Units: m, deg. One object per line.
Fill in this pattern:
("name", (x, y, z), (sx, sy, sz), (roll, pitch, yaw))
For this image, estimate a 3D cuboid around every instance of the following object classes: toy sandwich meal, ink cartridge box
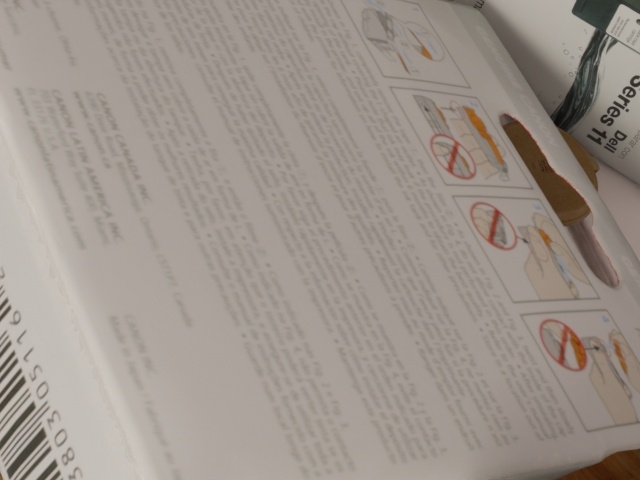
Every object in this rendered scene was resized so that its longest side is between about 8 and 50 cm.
("toy sandwich meal", (0.135, -0.040, 0.893), (0.085, 0.029, 0.085), (10, 57, -16))
("ink cartridge box", (0.179, -0.145, 0.908), (0.208, 0.153, 0.087), (32, 49, 2))
("ink cartridge box", (0.000, 0.000, 0.692), (0.385, 0.091, 0.308), (1, 53, -45))

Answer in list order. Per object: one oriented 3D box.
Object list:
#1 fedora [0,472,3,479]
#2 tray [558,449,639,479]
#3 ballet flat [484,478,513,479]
("fedora", (-0.219, 0.105, 0.586), (0.194, 0.079, 0.194), (13, 51, -17))
("tray", (0.112, 0.157, 0.706), (0.411, 0.076, 0.203), (46, 50, 11))
("ballet flat", (0.021, 0.191, 0.504), (0.483, 0.164, 0.182), (-18, 92, -15))
